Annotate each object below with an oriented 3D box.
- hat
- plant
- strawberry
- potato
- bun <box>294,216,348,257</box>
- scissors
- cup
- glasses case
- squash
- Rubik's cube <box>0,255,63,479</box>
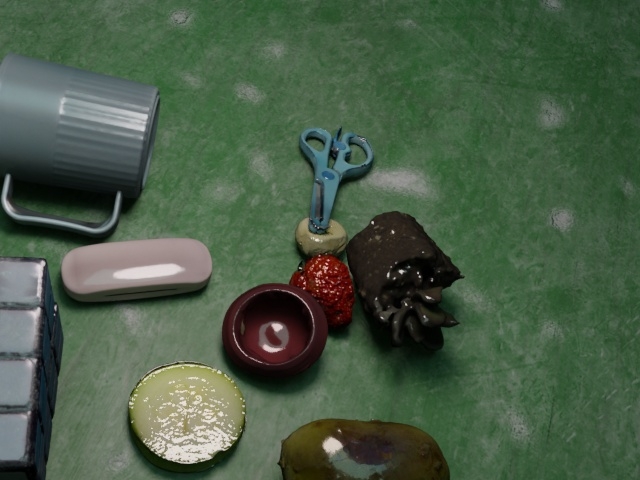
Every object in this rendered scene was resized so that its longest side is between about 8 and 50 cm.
[{"bbox_3d":[-0.087,0.179,1.808,0.206,0.089,0.205,-1,68,2],"label":"hat"},{"bbox_3d":[0.178,0.085,1.864,0.188,0.199,0.276,-36,55,13],"label":"plant"},{"bbox_3d":[0.003,0.105,1.874,0.131,0.131,0.148,-5,57,-17],"label":"strawberry"},{"bbox_3d":[0.078,0.412,1.626,0.308,0.173,0.210,-1,52,-11],"label":"potato"},{"bbox_3d":[0.000,0.000,1.982,0.115,0.069,0.115,11,33,-7],"label":"bun"},{"bbox_3d":[0.022,-0.139,2.078,0.180,0.032,0.392,14,40,-3],"label":"scissors"},{"bbox_3d":[-0.506,-0.204,1.899,0.311,0.256,0.331,10,50,-8],"label":"cup"},{"bbox_3d":[-0.364,0.057,1.848,0.297,0.075,0.113,-5,56,-16],"label":"glasses case"},{"bbox_3d":[-0.244,0.320,1.708,0.219,0.041,0.219,7,48,-8],"label":"squash"},{"bbox_3d":[-0.600,0.238,1.463,0.344,0.337,0.344,2,65,-12],"label":"Rubik's cube"}]
